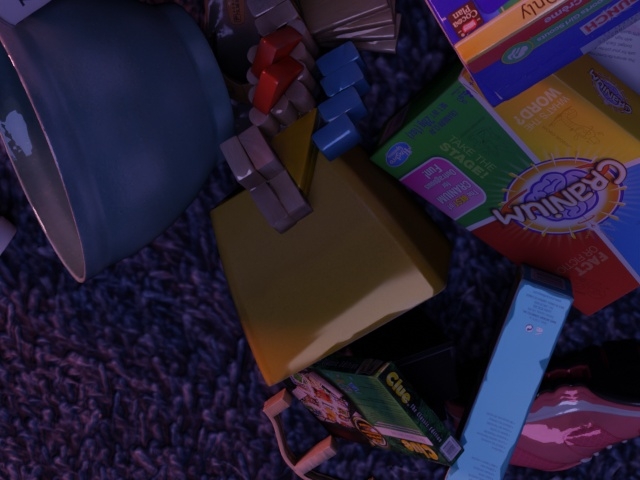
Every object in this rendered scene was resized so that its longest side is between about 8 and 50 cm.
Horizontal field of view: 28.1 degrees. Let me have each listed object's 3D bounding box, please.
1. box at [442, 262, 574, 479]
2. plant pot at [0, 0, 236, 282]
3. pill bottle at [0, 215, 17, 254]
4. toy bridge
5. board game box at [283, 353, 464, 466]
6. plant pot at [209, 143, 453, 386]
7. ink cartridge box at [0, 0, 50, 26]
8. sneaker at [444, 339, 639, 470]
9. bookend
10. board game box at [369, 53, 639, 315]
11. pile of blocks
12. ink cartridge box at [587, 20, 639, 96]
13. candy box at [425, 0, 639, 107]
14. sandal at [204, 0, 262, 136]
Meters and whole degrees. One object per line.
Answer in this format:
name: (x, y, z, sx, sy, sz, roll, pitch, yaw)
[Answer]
box: (0.202, 0.153, 1.386, 0.060, 0.100, 0.244, 20, 103, 5)
plant pot: (-0.206, -0.128, 1.288, 0.196, 0.293, 0.293, -23, 114, -18)
pill bottle: (-0.445, -0.041, 1.394, 0.216, 0.121, 0.121, 38, 109, -14)
toy bridge: (-0.006, 0.264, 1.569, 0.063, 0.026, 0.188, -35, 109, 21)
board game box: (0.043, 0.181, 1.429, 0.030, 0.260, 0.136, -44, 109, -22)
plant pot: (0.000, 0.000, 1.368, 0.212, 0.212, 0.187, -30, 97, 13)
ink cartridge box: (-0.245, -0.300, 1.188, 0.333, 0.165, 0.065, -35, 131, -10)
sneaker: (0.306, 0.206, 1.511, 0.314, 0.116, 0.136, -3, 124, 10)
bookend: (0.101, 0.161, 1.447, 0.072, 0.156, 0.157, -19, 114, -12)
board game box: (0.247, -0.074, 1.342, 0.316, 0.064, 0.242, 35, 139, -13)
pile of blocks: (-0.007, -0.191, 1.237, 0.149, 0.112, 0.362, 5, 81, 13)
ink cartridge box: (0.288, -0.231, 1.325, 0.127, 0.072, 0.175, 9, 114, -2)
candy box: (0.187, -0.328, 1.165, 0.268, 0.122, 0.317, -32, 67, 13)
sandal: (-0.077, -0.193, 1.355, 0.090, 0.060, 0.219, -5, 113, 3)
